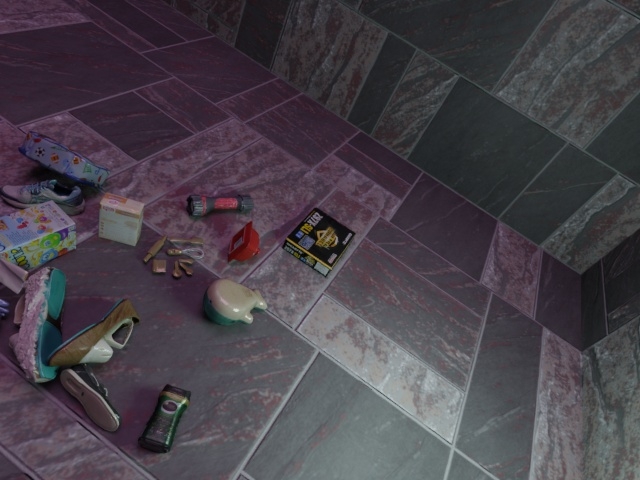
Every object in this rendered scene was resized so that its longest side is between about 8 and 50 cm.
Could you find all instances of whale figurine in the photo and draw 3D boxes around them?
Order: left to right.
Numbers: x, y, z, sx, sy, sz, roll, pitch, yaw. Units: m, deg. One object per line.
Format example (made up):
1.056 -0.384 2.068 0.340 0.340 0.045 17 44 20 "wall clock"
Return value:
-0.330 0.244 1.653 0.216 0.141 0.272 53 22 24 "whale figurine"

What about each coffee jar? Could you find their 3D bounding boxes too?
-0.465 0.533 1.302 0.096 0.079 0.184 21 43 -6 "coffee jar"

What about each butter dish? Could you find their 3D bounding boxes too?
-0.314 0.024 1.866 0.118 0.160 0.160 35 35 -31 "butter dish"

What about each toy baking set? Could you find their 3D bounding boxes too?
-0.588 0.057 1.750 0.196 0.030 0.256 26 42 -8 "toy baking set"

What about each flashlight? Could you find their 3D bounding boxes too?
-0.457 -0.165 1.990 0.304 0.103 0.103 -5 78 -34 "flashlight"

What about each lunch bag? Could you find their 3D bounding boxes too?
-1.023 -0.317 1.752 0.303 0.115 0.243 30 -3 -2 "lunch bag"

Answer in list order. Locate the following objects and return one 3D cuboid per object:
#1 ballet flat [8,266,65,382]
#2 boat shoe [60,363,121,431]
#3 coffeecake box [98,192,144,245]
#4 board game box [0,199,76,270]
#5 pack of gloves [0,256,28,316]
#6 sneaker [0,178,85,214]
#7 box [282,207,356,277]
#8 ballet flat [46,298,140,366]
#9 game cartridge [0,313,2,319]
-0.876 0.265 1.329 0.146 0.147 0.409 4 44 -26 "ballet flat"
-0.660 0.457 1.272 0.233 0.084 0.079 44 18 9 "boat shoe"
-0.769 -0.078 1.661 0.142 0.185 0.068 17 43 -14 "coffeecake box"
-1.015 -0.001 1.480 0.144 0.142 0.275 40 42 13 "board game box"
-1.038 0.124 1.310 0.232 0.195 0.046 30 9 0 "pack of gloves"
-1.063 -0.191 1.656 0.282 0.122 0.110 7 45 -24 "sneaker"
0.000 0.000 2.097 0.257 0.079 0.322 33 41 7 "box"
-0.683 0.307 1.356 0.124 0.116 0.342 44 20 -6 "ballet flat"
-1.107 0.255 1.231 0.294 0.060 0.196 11 49 -16 "game cartridge"
